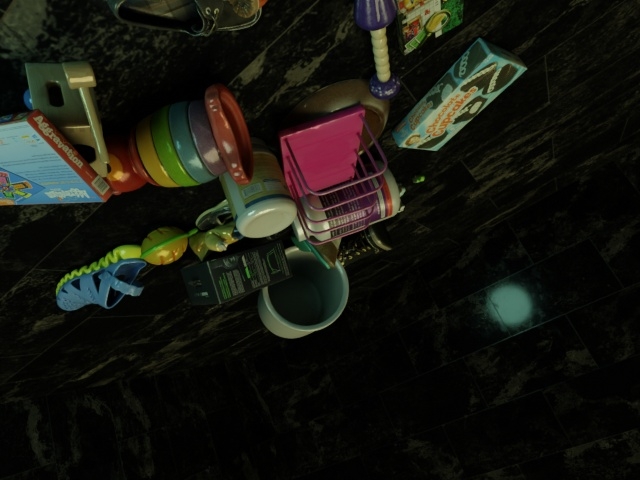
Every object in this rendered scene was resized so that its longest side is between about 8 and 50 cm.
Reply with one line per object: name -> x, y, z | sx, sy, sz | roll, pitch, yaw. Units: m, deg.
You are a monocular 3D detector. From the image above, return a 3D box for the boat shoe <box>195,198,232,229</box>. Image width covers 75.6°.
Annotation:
boat shoe -> -0.289, -0.067, 1.163 | 0.152, 0.049, 0.056 | -32, 158, 22

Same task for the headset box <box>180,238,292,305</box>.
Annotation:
headset box -> -0.282, 0.108, 1.328 | 0.282, 0.132, 0.246 | -19, -177, -37

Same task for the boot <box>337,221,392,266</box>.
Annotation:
boot -> 0.139, 0.024, 1.677 | 0.283, 0.138, 0.377 | -26, 179, 12

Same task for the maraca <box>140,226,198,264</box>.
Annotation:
maraca -> -0.419, 0.008, 1.151 | 0.127, 0.099, 0.185 | -23, -173, 28

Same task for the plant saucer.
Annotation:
plant saucer -> 0.041, -0.267, 1.034 | 0.310, 0.050, 0.311 | -22, 160, -8

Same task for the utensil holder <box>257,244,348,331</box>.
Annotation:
utensil holder -> -0.094, 0.225, 1.686 | 0.327, 0.328, 0.385 | -16, 167, -18

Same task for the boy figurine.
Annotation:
boy figurine -> -0.267, -0.010, 1.206 | 0.284, 0.092, 0.177 | -19, -161, 18

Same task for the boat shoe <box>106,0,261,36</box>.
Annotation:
boat shoe -> -0.183, -0.329, 0.588 | 0.228, 0.076, 0.080 | -8, 155, -36

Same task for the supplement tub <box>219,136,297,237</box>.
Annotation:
supplement tub -> -0.150, -0.123, 0.959 | 0.144, 0.200, 0.144 | -20, 160, -8

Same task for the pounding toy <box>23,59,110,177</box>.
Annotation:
pounding toy -> -0.375, -0.177, 0.604 | 0.094, 0.181, 0.206 | -12, 157, -28

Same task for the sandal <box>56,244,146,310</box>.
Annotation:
sandal -> -0.623, 0.134, 1.179 | 0.317, 0.138, 0.126 | -28, 161, 16

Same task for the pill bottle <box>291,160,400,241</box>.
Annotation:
pill bottle -> 0.064, -0.111, 1.250 | 0.322, 0.182, 0.182 | -20, 160, -8

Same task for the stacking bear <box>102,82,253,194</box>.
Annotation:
stacking bear -> -0.286, -0.168, 0.773 | 0.288, 0.176, 0.164 | -14, -157, 5

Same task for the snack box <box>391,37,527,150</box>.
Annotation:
snack box -> 0.360, -0.369, 1.103 | 0.186, 0.060, 0.322 | -5, 153, -39

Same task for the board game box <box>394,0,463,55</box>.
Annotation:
board game box -> 0.192, -0.460, 0.744 | 0.136, 0.031, 0.259 | -29, 159, 9

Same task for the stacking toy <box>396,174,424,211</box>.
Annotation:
stacking toy -> 0.271, -0.163, 1.533 | 0.166, 0.052, 0.221 | -13, 157, -27

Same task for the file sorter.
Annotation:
file sorter -> 0.031, -0.138, 1.006 | 0.201, 0.183, 0.291 | -20, 160, -9

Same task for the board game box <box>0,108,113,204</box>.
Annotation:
board game box -> -0.459, -0.113, 0.620 | 0.280, 0.027, 0.145 | 1, 139, 26

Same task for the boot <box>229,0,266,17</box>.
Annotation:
boot -> -0.095, -0.399, 0.554 | 0.085, 0.059, 0.158 | -49, 156, -29

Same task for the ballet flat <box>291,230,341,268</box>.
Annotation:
ballet flat -> 0.000, 0.000, 1.402 | 0.124, 0.116, 0.342 | -39, -162, -9

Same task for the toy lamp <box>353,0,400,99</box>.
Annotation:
toy lamp -> 0.111, -0.379, 0.789 | 0.080, 0.080, 0.275 | -25, 161, 4
